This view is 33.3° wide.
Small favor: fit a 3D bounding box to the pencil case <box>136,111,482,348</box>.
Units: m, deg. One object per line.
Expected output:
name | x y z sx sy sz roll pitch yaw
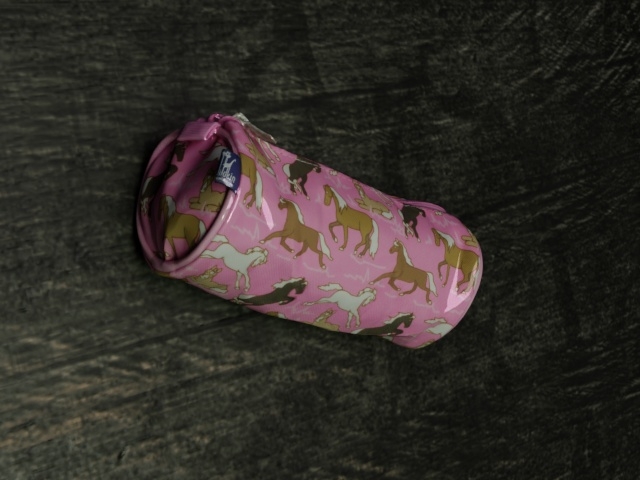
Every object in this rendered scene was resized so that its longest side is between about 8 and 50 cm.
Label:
pencil case | 0.000 0.000 1.135 0.386 0.167 0.160 21 37 -39
